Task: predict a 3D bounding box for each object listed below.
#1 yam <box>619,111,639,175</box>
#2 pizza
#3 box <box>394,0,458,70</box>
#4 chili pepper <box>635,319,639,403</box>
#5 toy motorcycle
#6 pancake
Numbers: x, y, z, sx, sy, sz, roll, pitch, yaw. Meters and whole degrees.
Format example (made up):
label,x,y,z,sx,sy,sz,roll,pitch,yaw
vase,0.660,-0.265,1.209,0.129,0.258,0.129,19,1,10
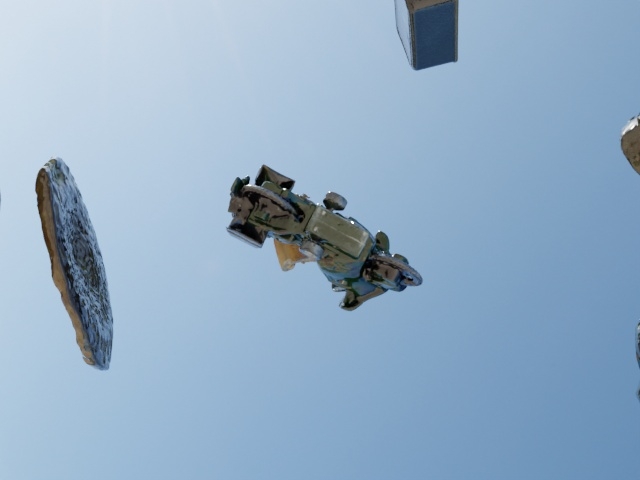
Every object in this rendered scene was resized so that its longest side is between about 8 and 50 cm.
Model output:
label,x,y,z,sx,sy,sz,roll,pitch,yaw
yam,0.484,-0.151,0.853,0.254,0.154,0.154,-42,-116,38
pizza,-0.018,-0.012,1.496,0.062,0.161,0.182,112,-27,-45
box,0.192,-0.424,1.413,0.201,0.090,0.144,71,4,-62
chili pepper,0.512,0.180,1.124,0.116,0.148,0.264,-15,-142,35
toy motorcycle,0.000,0.000,1.028,0.124,0.275,0.187,-62,-175,-15
pancake,-0.213,0.019,0.673,0.199,0.021,0.199,166,-90,-82
